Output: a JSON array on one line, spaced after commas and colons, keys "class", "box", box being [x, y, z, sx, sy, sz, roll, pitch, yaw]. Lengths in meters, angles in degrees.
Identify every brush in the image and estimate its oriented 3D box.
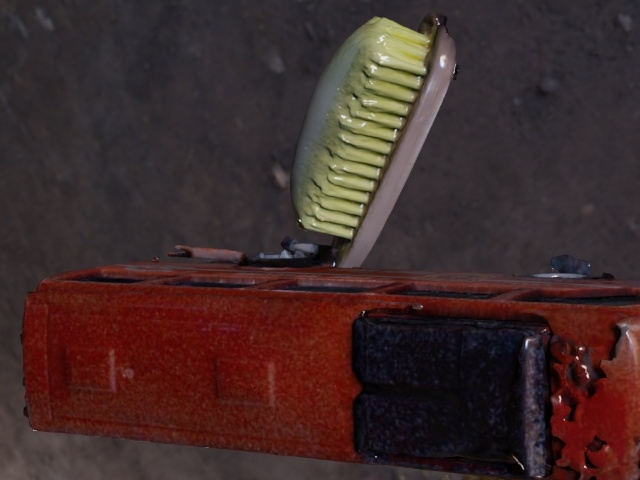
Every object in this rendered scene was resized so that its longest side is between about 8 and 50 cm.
[{"class": "brush", "box": [-0.001, -0.001, 0.818, 0.067, 0.072, 0.312, 17, 124, -7]}]

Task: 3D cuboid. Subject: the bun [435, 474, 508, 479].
[{"class": "bun", "box": [0.152, 0.212, 0.667, 0.282, 0.204, 0.281, 3, 143, 2]}]

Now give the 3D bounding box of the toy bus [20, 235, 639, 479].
[{"class": "toy bus", "box": [0.019, 0.040, 0.438, 0.235, 0.096, 0.073, 2, 96, 31]}]
